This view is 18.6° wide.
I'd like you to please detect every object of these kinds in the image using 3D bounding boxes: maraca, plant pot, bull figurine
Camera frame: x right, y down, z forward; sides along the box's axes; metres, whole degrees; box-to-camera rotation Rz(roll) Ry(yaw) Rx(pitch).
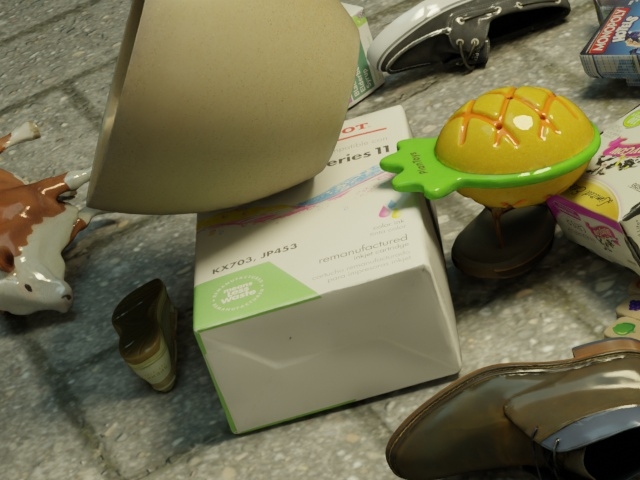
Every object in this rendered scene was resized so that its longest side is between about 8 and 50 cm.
[{"bbox_3d":[0.144,-0.074,1.643,0.186,0.099,0.127,-13,26,-8],"label":"maraca"},{"bbox_3d":[-0.075,-0.144,1.670,0.191,0.284,0.284,14,30,-10],"label":"plant pot"},{"bbox_3d":[-0.306,-0.025,1.966,0.188,0.101,0.310,-30,34,-26],"label":"bull figurine"}]

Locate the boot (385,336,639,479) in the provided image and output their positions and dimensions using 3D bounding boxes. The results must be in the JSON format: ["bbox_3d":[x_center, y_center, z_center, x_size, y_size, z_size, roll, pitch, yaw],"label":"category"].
[{"bbox_3d":[0.158,0.144,1.441,0.219,0.082,0.106,-22,27,2],"label":"boot"}]

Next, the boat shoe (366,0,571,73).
[{"bbox_3d":[0.161,-0.220,2.053,0.228,0.080,0.076,-24,66,-18],"label":"boat shoe"}]

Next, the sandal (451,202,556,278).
[{"bbox_3d":[0.185,-0.040,1.751,0.090,0.060,0.219,9,40,39],"label":"sandal"}]

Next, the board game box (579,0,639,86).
[{"bbox_3d":[0.343,-0.211,1.943,0.194,0.060,0.194,3,37,34],"label":"board game box"}]

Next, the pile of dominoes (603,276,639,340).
[{"bbox_3d":[0.322,0.050,1.550,0.196,0.040,0.251,1,35,30],"label":"pile of dominoes"}]

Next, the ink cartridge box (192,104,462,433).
[{"bbox_3d":[0.000,0.000,1.731,0.207,0.119,0.353,-16,30,7],"label":"ink cartridge box"}]

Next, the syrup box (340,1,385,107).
[{"bbox_3d":[-0.047,-0.209,2.124,0.096,0.093,0.237,-37,34,-28],"label":"syrup box"}]

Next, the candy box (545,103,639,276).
[{"bbox_3d":[0.319,-0.075,1.661,0.233,0.071,0.159,-38,23,-9],"label":"candy box"}]

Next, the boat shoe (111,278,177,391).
[{"bbox_3d":[-0.153,0.084,1.765,0.056,0.048,0.153,-31,23,4],"label":"boat shoe"}]
